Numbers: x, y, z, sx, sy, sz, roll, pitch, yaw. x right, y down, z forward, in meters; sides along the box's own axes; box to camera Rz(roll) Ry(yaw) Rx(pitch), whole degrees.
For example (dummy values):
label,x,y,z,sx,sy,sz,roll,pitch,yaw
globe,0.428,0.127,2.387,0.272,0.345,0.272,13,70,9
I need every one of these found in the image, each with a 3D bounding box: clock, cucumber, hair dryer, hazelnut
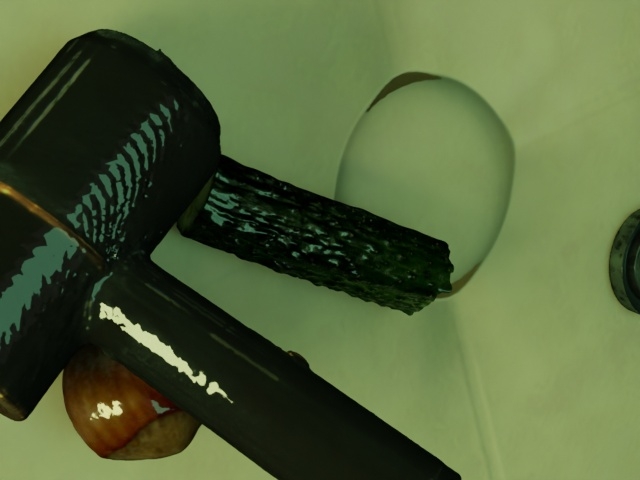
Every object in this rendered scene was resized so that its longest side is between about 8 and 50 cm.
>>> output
label,x,y,z,sx,sy,sz,roll,pitch,yaw
clock,0.247,0.015,1.017,0.085,0.017,0.085,-6,101,-34
cucumber,0.001,-0.001,0.822,0.187,0.058,0.058,19,87,-35
hair dryer,-0.032,0.057,0.690,0.352,0.107,0.189,34,73,3
hazelnut,-0.100,0.082,0.759,0.086,0.086,0.086,-6,101,-34
